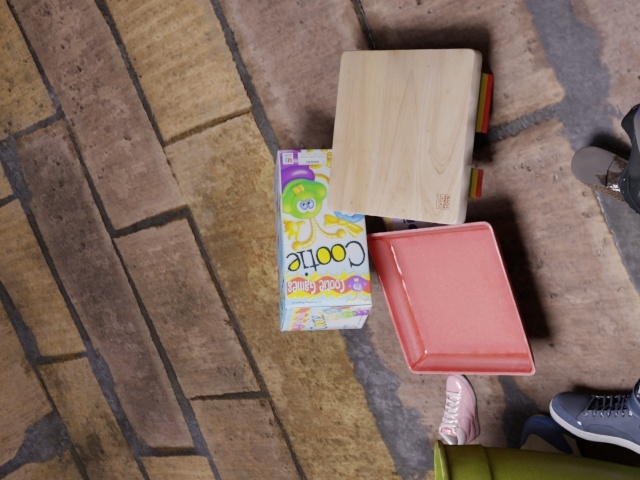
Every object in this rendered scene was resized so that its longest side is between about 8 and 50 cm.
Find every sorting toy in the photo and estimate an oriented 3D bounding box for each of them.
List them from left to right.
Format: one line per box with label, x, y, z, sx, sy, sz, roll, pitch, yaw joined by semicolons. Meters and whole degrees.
sorting toy;0.145;-0.162;1.667;0.255;0.089;0.257;8;94;41

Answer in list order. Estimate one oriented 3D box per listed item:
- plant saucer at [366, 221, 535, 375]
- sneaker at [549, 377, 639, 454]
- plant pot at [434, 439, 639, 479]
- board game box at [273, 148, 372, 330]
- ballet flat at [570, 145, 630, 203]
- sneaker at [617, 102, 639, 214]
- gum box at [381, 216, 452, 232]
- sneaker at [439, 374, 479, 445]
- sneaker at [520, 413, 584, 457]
plant saucer;0.216;0.092;1.728;0.259;0.048;0.258;-7;107;44
sneaker;0.458;0.238;1.616;0.226;0.086;0.163;16;134;28
plant pot;0.363;0.474;1.603;0.353;0.366;0.366;-4;115;2
board game box;0.000;0.000;1.797;0.144;0.142;0.275;106;162;-69
ballet flat;0.464;-0.065;1.481;0.250;0.058;0.084;26;96;27
sneaker;0.459;-0.049;1.408;0.124;0.107;0.283;-6;82;41
gum box;0.183;0.017;1.801;0.107;0.062;0.188;-7;106;47
sneaker;0.241;0.306;1.901;0.051;0.070;0.134;3;112;47
sneaker;0.373;0.441;1.797;0.112;0.131;0.296;9;117;45
